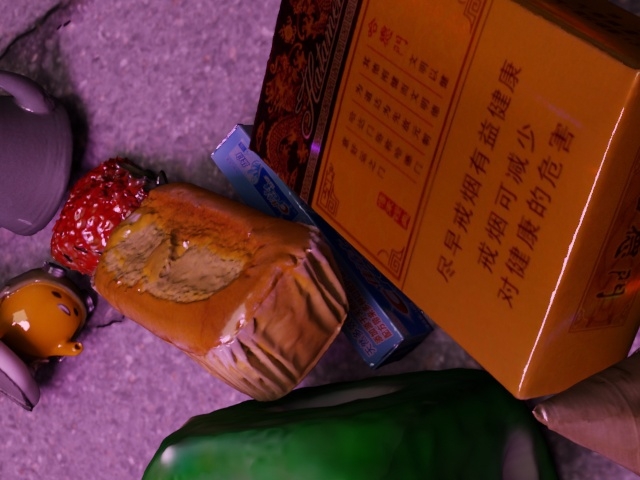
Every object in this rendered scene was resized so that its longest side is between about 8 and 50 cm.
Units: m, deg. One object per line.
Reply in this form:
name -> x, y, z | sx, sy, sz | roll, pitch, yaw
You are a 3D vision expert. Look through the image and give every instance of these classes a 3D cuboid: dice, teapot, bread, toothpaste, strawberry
dice -> 0.031, 0.278, 1.004 | 0.287, 0.297, 0.300 | -9, 90, 33
teapot -> -0.378, -0.085, 1.281 | 0.162, 0.149, 0.239 | 46, 116, 41
bread -> -0.099, 0.038, 1.097 | 0.152, 0.119, 0.288 | -51, 36, -13
toothpaste -> 0.000, 0.000, 1.136 | 0.053, 0.066, 0.272 | -45, 72, 24
strawberry -> -0.233, -0.019, 1.264 | 0.192, 0.085, 0.140 | 15, 103, 31

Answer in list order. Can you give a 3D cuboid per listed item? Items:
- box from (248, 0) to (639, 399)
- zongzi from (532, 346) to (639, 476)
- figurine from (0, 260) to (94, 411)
box -> 0.104, -0.101, 0.937 | 0.415, 0.116, 0.264 | 43, 129, 45
zongzi -> 0.301, 0.191, 0.837 | 0.145, 0.300, 0.273 | -34, 77, 53
figurine -> -0.354, 0.087, 1.336 | 0.141, 0.166, 0.250 | -52, 28, -20
